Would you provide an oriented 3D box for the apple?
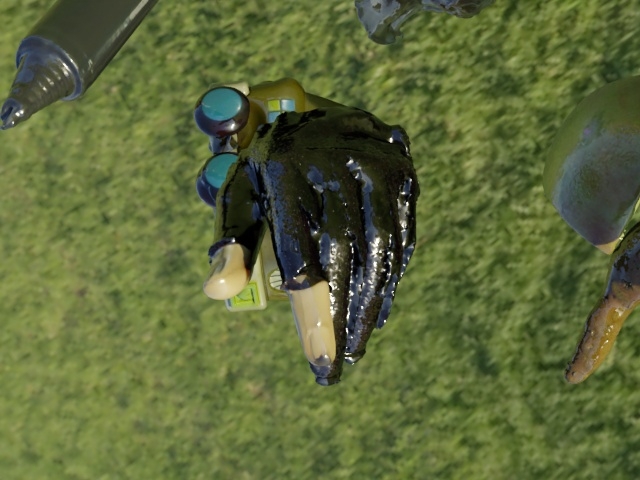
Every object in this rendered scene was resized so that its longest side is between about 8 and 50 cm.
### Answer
[{"bbox_3d":[0.338,-0.118,1.481,0.120,0.265,0.193,22,118,3],"label":"apple"}]

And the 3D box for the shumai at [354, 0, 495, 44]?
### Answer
[{"bbox_3d":[0.110,-0.324,1.488,0.153,0.209,0.161,-39,50,42],"label":"shumai"}]

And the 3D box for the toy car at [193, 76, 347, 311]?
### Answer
[{"bbox_3d":[-0.023,-0.054,1.329,0.204,0.198,0.248,86,179,-58],"label":"toy car"}]

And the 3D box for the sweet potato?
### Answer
[{"bbox_3d":[0.329,0.032,1.309,0.074,0.269,0.075,38,-172,-6],"label":"sweet potato"}]

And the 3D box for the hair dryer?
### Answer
[{"bbox_3d":[-0.133,-0.207,0.908,0.107,0.352,0.189,13,138,19],"label":"hair dryer"}]

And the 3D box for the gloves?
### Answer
[{"bbox_3d":[0.003,-0.001,0.778,0.106,0.129,0.181,-55,27,30],"label":"gloves"}]
